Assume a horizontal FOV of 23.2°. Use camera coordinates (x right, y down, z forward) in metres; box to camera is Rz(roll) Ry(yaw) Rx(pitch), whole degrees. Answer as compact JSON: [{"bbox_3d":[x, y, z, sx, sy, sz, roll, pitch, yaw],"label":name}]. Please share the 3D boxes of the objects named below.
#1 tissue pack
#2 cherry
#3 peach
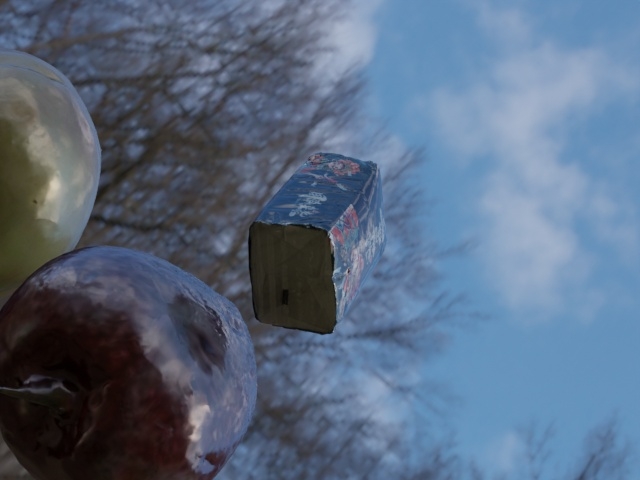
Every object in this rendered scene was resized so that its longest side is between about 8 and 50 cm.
[{"bbox_3d":[0.000,-0.001,1.369,0.090,0.170,0.103,5,-65,14],"label":"tissue pack"},{"bbox_3d":[-0.162,0.117,1.333,0.230,0.300,0.203,49,-60,12],"label":"cherry"},{"bbox_3d":[-0.356,-0.065,1.653,0.247,0.292,0.292,38,-49,5],"label":"peach"}]
